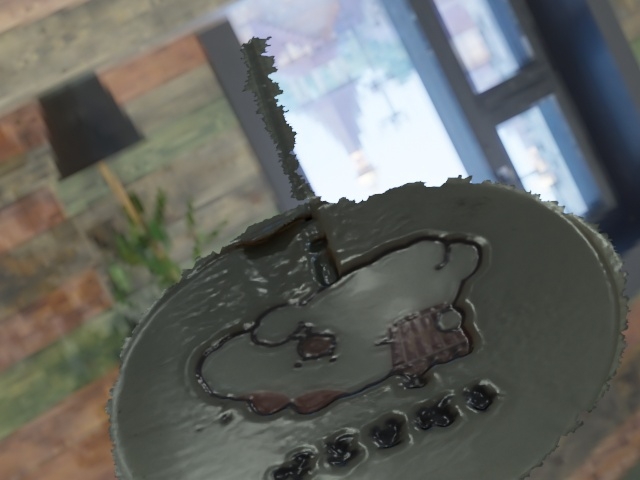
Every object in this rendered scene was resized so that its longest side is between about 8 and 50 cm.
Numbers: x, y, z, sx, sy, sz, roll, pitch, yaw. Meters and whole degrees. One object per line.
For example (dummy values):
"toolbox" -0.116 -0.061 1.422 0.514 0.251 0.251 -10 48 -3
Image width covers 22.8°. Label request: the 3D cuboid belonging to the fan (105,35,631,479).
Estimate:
"fan" 0.000 0.001 0.612 0.190 0.009 0.329 -22 -143 0
